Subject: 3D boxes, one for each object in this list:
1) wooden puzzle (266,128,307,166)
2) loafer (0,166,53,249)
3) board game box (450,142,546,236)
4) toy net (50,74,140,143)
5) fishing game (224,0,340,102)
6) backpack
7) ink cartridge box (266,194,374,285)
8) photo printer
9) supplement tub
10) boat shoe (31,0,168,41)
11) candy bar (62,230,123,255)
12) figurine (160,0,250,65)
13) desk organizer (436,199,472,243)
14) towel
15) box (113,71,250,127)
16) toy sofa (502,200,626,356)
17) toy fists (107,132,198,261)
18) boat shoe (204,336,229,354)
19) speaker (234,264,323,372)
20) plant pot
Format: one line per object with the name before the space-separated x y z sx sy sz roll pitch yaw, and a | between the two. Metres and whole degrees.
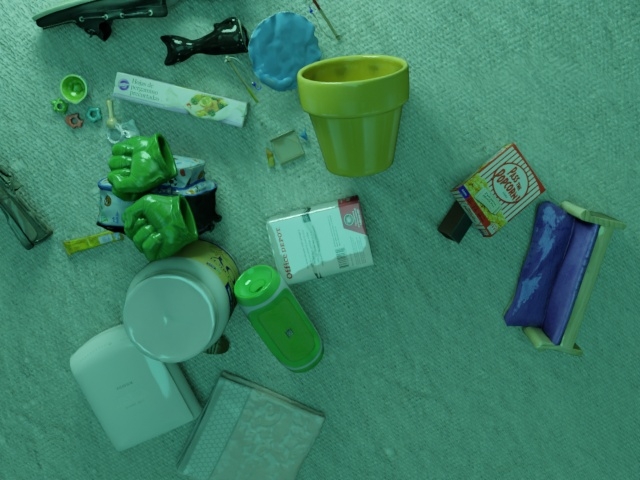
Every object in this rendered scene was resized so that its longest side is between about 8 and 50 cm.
wooden puzzle | -0.084 -0.232 1.793 0.116 0.014 0.078 -16 105 5
loafer | -0.774 -0.108 1.806 0.084 0.096 0.267 -30 107 -13
board game box | 0.436 -0.123 1.757 0.193 0.045 0.146 -40 99 -12
toy net | -0.554 -0.300 1.772 0.232 0.045 0.122 40 100 -7
fishing game | -0.084 -0.451 1.708 0.264 0.041 0.189 -41 123 -1
backpack | -0.396 -0.102 1.711 0.264 0.276 0.213 -1 97 8
ink cartridge box | 0.000 0.000 1.794 0.237 0.100 0.171 -13 102 4
photo printer | -0.490 0.371 1.881 0.256 0.107 0.307 -24 101 6
supplement tub | -0.325 0.137 1.713 0.241 0.331 0.241 0 102 1
boat shoe | -0.511 -0.528 1.682 0.340 0.127 0.113 -13 115 11
candy bar | -0.586 0.002 1.850 0.162 0.018 0.040 -15 105 4
figurine | -0.293 -0.535 1.700 0.210 0.092 0.214 -10 101 8
desk organizer | 0.353 -0.062 1.798 0.047 0.050 0.130 37 84 -39
towel | -0.193 0.554 1.942 0.317 0.053 0.331 25 102 -4
box | -0.336 -0.343 1.748 0.324 0.067 0.063 13 101 -1
toy sofa | 0.594 0.089 1.775 0.177 0.150 0.362 14 102 -3
toy fists | -0.373 -0.093 1.541 0.142 0.096 0.279 -22 81 10
boat shoe | -0.317 0.268 1.893 0.153 0.048 0.056 5 90 -6
speaker | -0.099 0.198 1.773 0.131 0.131 0.296 -25 127 6
plant pot | 0.083 -0.286 1.671 0.254 0.254 0.239 -5 116 2
